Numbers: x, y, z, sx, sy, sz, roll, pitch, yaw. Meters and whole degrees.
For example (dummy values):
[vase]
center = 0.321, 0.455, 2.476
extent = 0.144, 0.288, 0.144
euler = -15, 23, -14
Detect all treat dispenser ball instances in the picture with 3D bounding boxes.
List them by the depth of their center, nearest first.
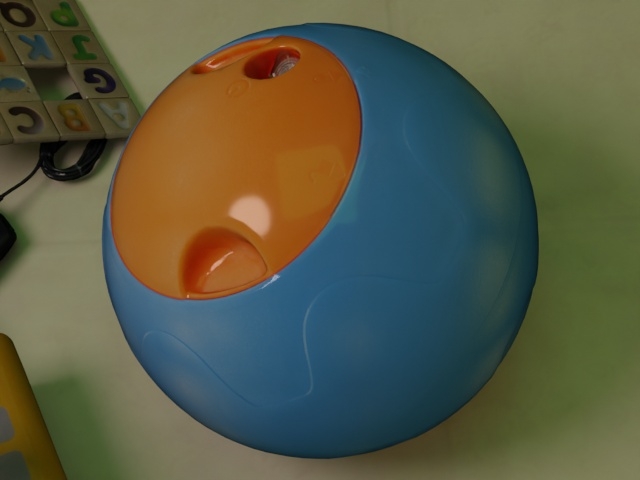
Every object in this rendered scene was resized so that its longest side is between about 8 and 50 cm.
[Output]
[treat dispenser ball]
center = 0.000, 0.000, 1.035
extent = 0.288, 0.288, 0.288
euler = 1, 60, -1

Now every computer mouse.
[computer mouse]
center = -0.243, -0.029, 1.194
extent = 0.071, 0.041, 0.242
euler = 37, 58, 10

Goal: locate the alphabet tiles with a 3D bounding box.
[alphabet tiles]
center = -0.273, -0.146, 1.205
extent = 0.237, 0.009, 0.198
euler = -7, 53, -38

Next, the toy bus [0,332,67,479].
[toy bus]
center = -0.230, 0.179, 1.027
extent = 0.130, 0.108, 0.332
euler = -21, 62, -13
